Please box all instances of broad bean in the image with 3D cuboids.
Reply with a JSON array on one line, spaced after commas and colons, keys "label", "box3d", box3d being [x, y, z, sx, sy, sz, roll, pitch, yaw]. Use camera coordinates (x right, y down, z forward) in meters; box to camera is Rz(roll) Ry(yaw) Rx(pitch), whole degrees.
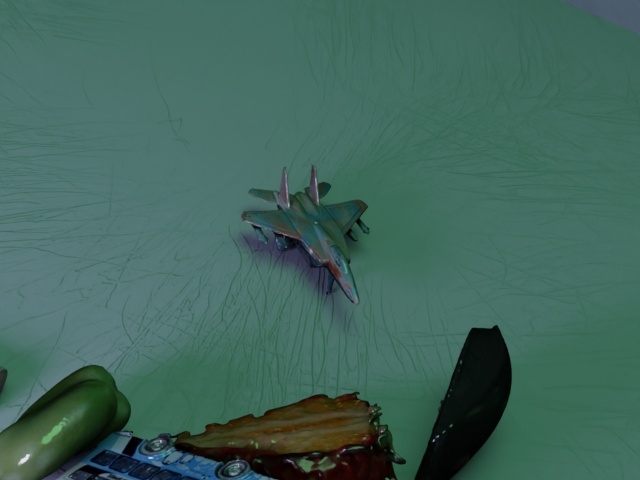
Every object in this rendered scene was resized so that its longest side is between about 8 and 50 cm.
[{"label": "broad bean", "box3d": [-0.332, 0.237, 1.503, 0.100, 0.169, 0.228, 56, 10, 1]}]

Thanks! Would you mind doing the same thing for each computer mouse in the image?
[{"label": "computer mouse", "box3d": [0.203, 0.241, 1.632, 0.087, 0.168, 0.295, 22, 42, 9]}]

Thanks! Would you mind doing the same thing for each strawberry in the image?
[{"label": "strawberry", "box3d": [-0.031, 0.303, 1.504, 0.280, 0.150, 0.253, -12, 10, -20]}]

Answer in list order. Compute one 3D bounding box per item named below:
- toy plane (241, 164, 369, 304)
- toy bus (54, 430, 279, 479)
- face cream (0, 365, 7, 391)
[{"label": "toy plane", "box3d": [-0.001, 0.005, 1.922, 0.222, 0.104, 0.326, -6, 46, -21]}, {"label": "toy bus", "box3d": [-0.173, 0.314, 1.396, 0.297, 0.106, 0.131, 7, 30, 42]}, {"label": "face cream", "box3d": [-0.528, 0.171, 1.602, 0.198, 0.057, 0.084, 17, 39, 7]}]
